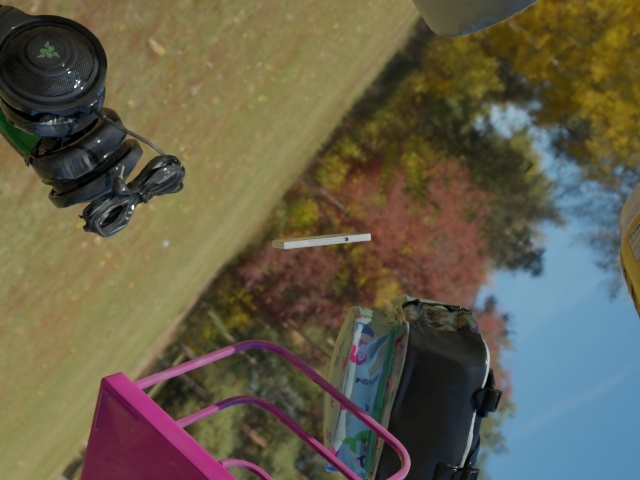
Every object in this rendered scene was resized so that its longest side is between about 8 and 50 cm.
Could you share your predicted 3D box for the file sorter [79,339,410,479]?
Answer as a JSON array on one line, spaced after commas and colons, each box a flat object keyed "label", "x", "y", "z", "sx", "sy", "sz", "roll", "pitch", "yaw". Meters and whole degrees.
[{"label": "file sorter", "x": -0.074, "y": 0.258, "z": 0.858, "sx": 0.182, "sy": 0.202, "sz": 0.291, "roll": -16, "pitch": 133, "yaw": -46}]

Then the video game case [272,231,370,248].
[{"label": "video game case", "x": 0.000, "y": 0.000, "z": 1.430, "sx": 0.122, "sy": 0.011, "sz": 0.087, "roll": -6, "pitch": -177, "yaw": -12}]

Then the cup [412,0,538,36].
[{"label": "cup", "x": 0.166, "y": -0.404, "z": 1.026, "sx": 0.331, "sy": 0.237, "sz": 0.331, "roll": -37, "pitch": -157, "yaw": 19}]

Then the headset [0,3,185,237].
[{"label": "headset", "x": -0.314, "y": -0.127, "z": 1.213, "sx": 0.185, "sy": 0.394, "sz": 0.243, "roll": -44, "pitch": 141, "yaw": -27}]

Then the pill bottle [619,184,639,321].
[{"label": "pill bottle", "x": 0.295, "y": 0.029, "z": 0.788, "sx": 0.119, "sy": 0.119, "sz": 0.208, "roll": -50, "pitch": -168, "yaw": 24}]

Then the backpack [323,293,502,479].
[{"label": "backpack", "x": 0.101, "y": 0.174, "z": 1.208, "sx": 0.253, "sy": 0.191, "sz": 0.225, "roll": -49, "pitch": 151, "yaw": -78}]
